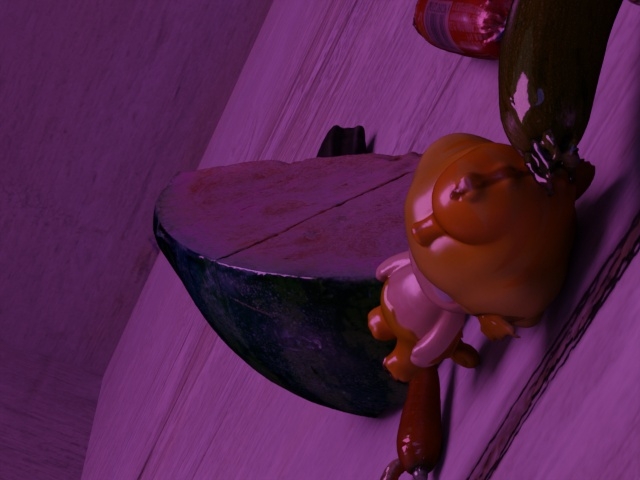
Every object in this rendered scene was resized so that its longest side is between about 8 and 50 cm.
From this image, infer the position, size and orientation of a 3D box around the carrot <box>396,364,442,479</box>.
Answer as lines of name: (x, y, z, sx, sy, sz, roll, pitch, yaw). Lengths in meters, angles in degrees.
carrot: (0.077, 0.126, 1.486, 0.035, 0.035, 0.142, 123, 156, -49)

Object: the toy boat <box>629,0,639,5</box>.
toy boat: (0.231, -0.227, 1.168, 0.262, 0.114, 0.115, -54, 5, 42)

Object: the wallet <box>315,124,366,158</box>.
wallet: (0.000, 0.000, 2.123, 0.245, 0.052, 0.168, -84, 14, -46)

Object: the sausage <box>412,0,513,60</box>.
sausage: (0.142, -0.197, 1.701, 0.274, 0.074, 0.074, -135, 66, -79)

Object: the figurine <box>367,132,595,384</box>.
figurine: (0.104, 0.014, 1.361, 0.246, 0.131, 0.156, -53, 54, 53)

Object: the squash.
squash: (0.173, -0.161, 1.314, 0.071, 0.080, 0.318, -12, 41, 41)

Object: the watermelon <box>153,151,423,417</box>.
watermelon: (0.012, 0.061, 1.699, 0.292, 0.319, 0.222, -76, -24, -60)

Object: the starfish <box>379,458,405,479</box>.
starfish: (0.008, 0.294, 1.509, 0.247, 0.050, 0.138, -60, 12, 28)
